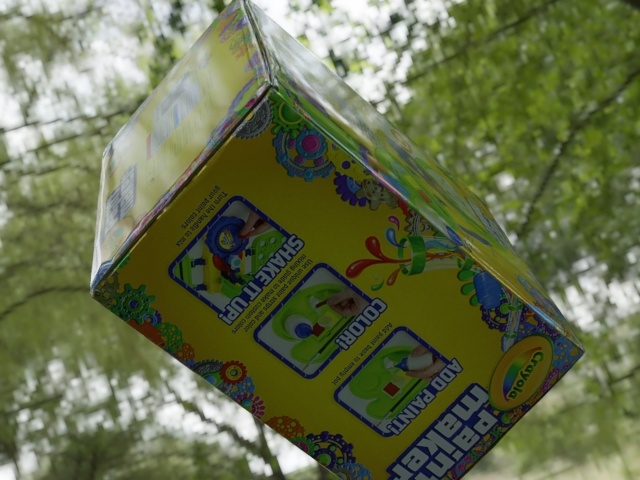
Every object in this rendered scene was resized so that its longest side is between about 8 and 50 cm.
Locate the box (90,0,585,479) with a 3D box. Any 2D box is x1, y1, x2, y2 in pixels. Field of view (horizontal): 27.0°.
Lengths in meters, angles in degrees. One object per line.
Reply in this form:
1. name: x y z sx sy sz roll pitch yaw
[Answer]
1. box: 0.000 0.000 0.961 0.177 0.279 0.290 -48 19 11
